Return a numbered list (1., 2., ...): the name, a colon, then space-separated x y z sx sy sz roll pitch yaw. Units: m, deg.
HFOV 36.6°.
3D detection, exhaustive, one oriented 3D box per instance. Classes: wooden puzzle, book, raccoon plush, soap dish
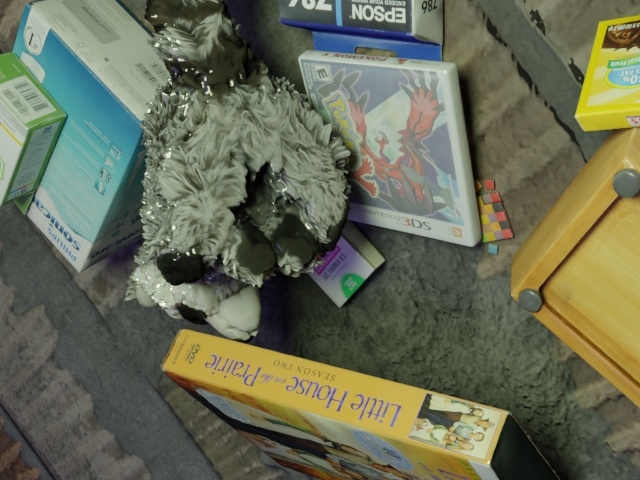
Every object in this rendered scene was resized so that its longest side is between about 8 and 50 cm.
1. wooden puzzle: 0.170 -0.023 1.000 0.049 0.006 0.083 -12 106 43
2. book: 0.000 0.000 1.141 0.144 0.035 0.096 46 138 7
3. raccoon plush: -0.121 -0.106 1.080 0.299 0.216 0.447 164 104 -64
4. soap dish: 0.323 0.049 0.836 0.291 0.118 0.229 42 133 12

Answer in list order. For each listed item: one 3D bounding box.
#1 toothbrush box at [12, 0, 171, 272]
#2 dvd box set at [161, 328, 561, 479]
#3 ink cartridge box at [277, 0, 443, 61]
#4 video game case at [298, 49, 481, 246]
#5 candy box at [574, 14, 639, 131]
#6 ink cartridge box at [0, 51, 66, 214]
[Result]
1. toothbrush box: -0.295 -0.138 1.236 0.216 0.126 0.295 45 133 11
2. dvd box set: 0.060 0.231 1.094 0.420 0.062 0.308 10 153 35
3. ink cartridge box: 0.032 -0.304 0.918 0.165 0.065 0.333 13 123 33
4. video game case: 0.072 -0.095 1.002 0.183 0.023 0.201 13 131 37
5. candy box: 0.308 -0.141 0.755 0.205 0.105 0.027 -1 151 40
6. ink cartridge box: -0.396 -0.119 1.199 0.109 0.062 0.209 48 136 9
